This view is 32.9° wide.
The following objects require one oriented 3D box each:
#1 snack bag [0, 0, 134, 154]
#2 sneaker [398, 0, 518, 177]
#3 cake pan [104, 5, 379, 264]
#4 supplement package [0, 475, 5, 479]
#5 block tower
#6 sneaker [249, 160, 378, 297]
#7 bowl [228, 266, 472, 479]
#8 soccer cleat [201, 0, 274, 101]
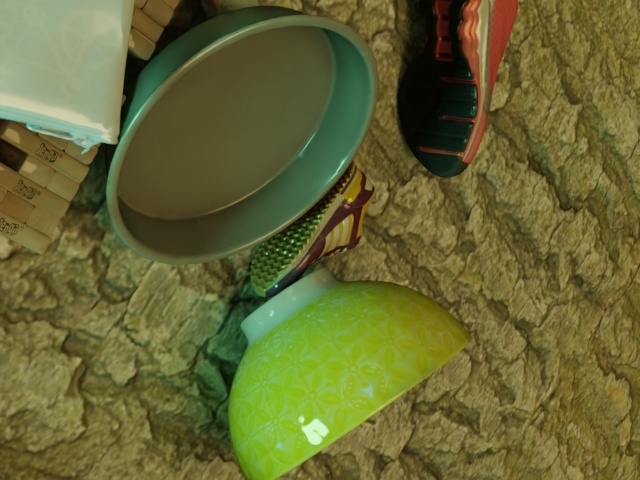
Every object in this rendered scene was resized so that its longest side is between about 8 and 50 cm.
[{"bbox_3d":[-0.268,-0.256,0.755,0.323,0.037,0.342,10,86,-31],"label":"snack bag"},{"bbox_3d":[0.181,-0.226,1.252,0.136,0.116,0.314,-15,116,-41],"label":"sneaker"},{"bbox_3d":[-0.078,-0.101,1.023,0.293,0.054,0.293,-28,148,-19],"label":"cake pan"},{"bbox_3d":[-0.335,0.317,0.917,0.203,0.194,0.149,-13,116,-41],"label":"supplement package"},{"bbox_3d":[-0.209,-0.165,0.915,0.097,0.091,0.335,35,81,-47],"label":"block tower"},{"bbox_3d":[0.000,0.000,1.203,0.185,0.069,0.084,-53,130,-13],"label":"sneaker"},{"bbox_3d":[0.002,0.124,1.171,0.289,0.289,0.156,-32,83,-31],"label":"bowl"},{"bbox_3d":[-0.085,-0.221,1.023,0.076,0.068,0.196,-48,135,-59],"label":"soccer cleat"}]
